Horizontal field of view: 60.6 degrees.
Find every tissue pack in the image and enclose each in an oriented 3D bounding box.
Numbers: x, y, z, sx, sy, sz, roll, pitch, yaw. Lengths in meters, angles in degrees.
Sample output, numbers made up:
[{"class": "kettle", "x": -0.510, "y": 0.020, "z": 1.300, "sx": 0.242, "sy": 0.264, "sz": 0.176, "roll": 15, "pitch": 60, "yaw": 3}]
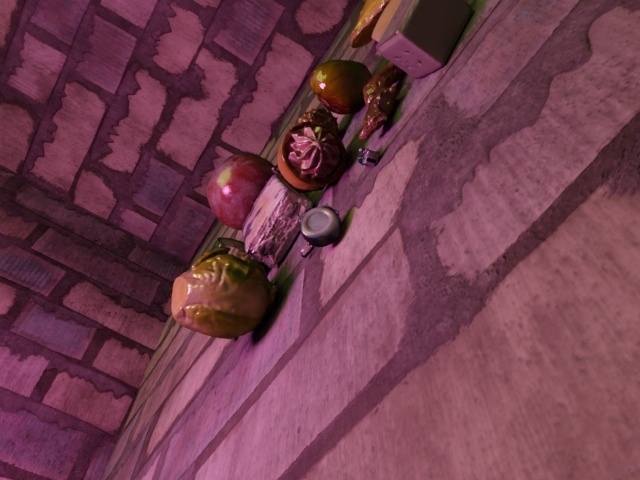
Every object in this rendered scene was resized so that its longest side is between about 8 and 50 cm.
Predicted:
[{"class": "tissue pack", "x": -0.150, "y": -0.072, "z": 1.770, "sx": 0.242, "sy": 0.125, "sz": 0.343, "roll": -57, "pitch": 16, "yaw": 7}]

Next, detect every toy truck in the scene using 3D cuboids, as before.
[{"class": "toy truck", "x": 0.116, "y": -0.203, "z": 1.341, "sx": 0.083, "sy": 0.039, "sz": 0.044, "roll": -130, "pitch": 54, "yaw": -75}]

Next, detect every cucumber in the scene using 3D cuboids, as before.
[{"class": "cucumber", "x": -0.265, "y": 0.070, "z": 1.791, "sx": 0.130, "sy": 0.191, "sz": 0.191, "roll": -59, "pitch": 15, "yaw": 1}]

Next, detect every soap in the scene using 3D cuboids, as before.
[{"class": "soap", "x": 0.249, "y": -0.922, "z": 2.093, "sx": 0.306, "sy": 0.115, "sz": 0.427, "roll": -45, "pitch": 20, "yaw": 54}]

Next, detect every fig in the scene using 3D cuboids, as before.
[{"class": "fig", "x": 0.072, "y": -0.499, "z": 1.764, "sx": 0.191, "sy": 0.181, "sz": 0.181, "roll": -25, "pitch": 22, "yaw": 6}]

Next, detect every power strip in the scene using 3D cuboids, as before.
[{"class": "power strip", "x": 0.255, "y": -0.520, "z": 1.289, "sx": 0.224, "sy": 0.139, "sz": 0.140, "roll": -62, "pitch": 15, "yaw": -6}]

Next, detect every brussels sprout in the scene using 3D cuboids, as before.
[{"class": "brussels sprout", "x": -0.253, "y": 0.140, "z": 1.490, "sx": 0.259, "sy": 0.295, "sz": 0.227, "roll": 22, "pitch": 110, "yaw": 54}]

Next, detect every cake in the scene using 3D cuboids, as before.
[{"class": "cake", "x": -0.012, "y": -0.238, "z": 1.546, "sx": 0.185, "sy": 0.207, "sz": 0.178, "roll": -41, "pitch": 16, "yaw": -18}]

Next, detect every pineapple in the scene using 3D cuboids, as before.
[{"class": "pineapple", "x": -0.022, "y": -0.356, "z": 1.843, "sx": 0.193, "sy": 0.166, "sz": 0.166, "roll": -27, "pitch": 36, "yaw": 62}]

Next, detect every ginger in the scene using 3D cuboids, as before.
[{"class": "ginger", "x": 0.157, "y": -0.381, "z": 1.445, "sx": 0.122, "sy": 0.084, "sz": 0.290, "roll": -52, "pitch": 15, "yaw": 49}]

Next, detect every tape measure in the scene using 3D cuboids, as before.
[{"class": "tape measure", "x": 0.004, "y": 0.000, "z": 1.333, "sx": 0.179, "sy": 0.104, "sz": 0.107, "roll": 88, "pitch": 169, "yaw": -50}]

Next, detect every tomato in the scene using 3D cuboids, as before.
[{"class": "tomato", "x": -0.301, "y": -0.196, "z": 2.213, "sx": 0.316, "sy": 0.283, "sz": 0.316, "roll": -57, "pitch": -6, "yaw": -9}]

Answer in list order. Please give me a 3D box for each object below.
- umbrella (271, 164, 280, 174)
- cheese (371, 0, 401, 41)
[{"class": "umbrella", "x": -0.090, "y": -0.258, "z": 1.926, "sx": 0.106, "sy": 0.113, "sz": 0.357, "roll": -52, "pitch": 5, "yaw": 8}, {"class": "cheese", "x": 0.263, "y": -0.632, "z": 1.508, "sx": 0.242, "sy": 0.124, "sz": 0.265, "roll": -59, "pitch": 14, "yaw": 18}]
